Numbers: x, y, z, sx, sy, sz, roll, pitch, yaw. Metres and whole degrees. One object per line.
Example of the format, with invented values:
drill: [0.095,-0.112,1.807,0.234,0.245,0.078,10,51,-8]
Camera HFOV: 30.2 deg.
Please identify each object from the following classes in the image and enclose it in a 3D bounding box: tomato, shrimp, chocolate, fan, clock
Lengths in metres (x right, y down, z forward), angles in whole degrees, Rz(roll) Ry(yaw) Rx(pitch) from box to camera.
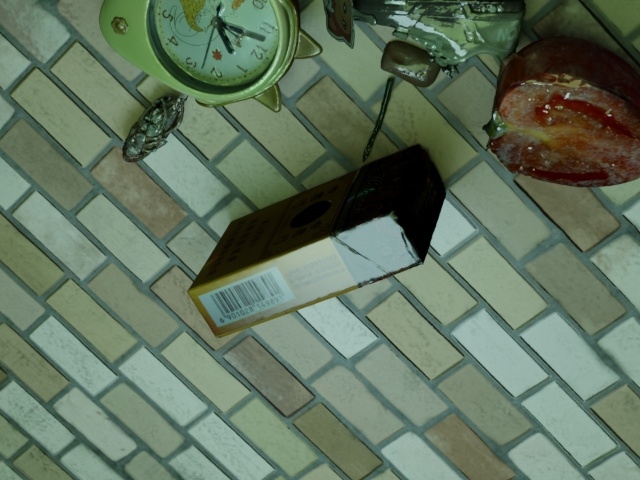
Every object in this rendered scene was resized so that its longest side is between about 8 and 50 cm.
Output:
tomato: [0.409,-0.223,1.881,0.308,0.170,0.309,8,155,4]
shrimp: [-0.291,-0.208,2.115,0.190,0.073,0.075,-38,90,26]
chocolate: [0.149,-0.294,1.984,0.100,0.031,0.065,24,116,2]
fan: [0.043,-0.367,1.882,0.009,0.220,0.132,-15,115,-16]
clock: [-0.171,-0.370,1.974,0.348,0.117,0.286,35,120,-7]

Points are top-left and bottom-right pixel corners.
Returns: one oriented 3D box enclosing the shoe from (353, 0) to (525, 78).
shoe: [0.183,-0.332,1.909,0.292,0.109,0.149,3,118,13]

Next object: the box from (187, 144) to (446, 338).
box: [0.001,0.000,2.046,0.415,0.264,0.116,-21,110,25]

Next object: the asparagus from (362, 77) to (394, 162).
asparagus: [0.100,-0.207,2.052,0.016,0.016,0.163,6,123,-20]
